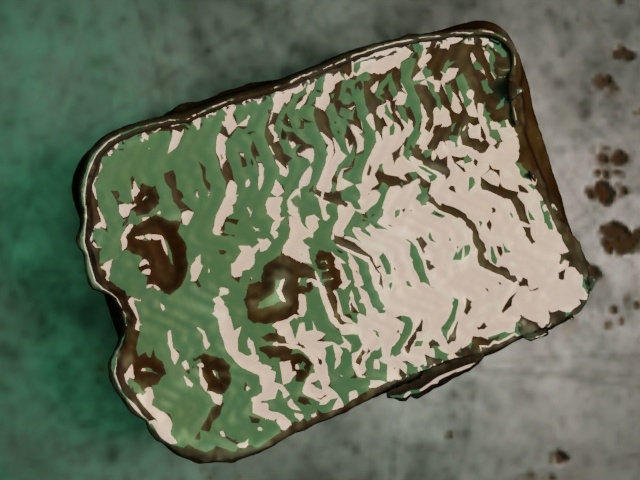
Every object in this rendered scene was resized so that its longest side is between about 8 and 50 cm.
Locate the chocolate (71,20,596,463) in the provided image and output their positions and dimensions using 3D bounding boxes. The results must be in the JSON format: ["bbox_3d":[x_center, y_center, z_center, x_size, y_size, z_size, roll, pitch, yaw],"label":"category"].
[{"bbox_3d":[0.000,0.000,0.630,0.214,0.093,0.148,-18,91,-12],"label":"chocolate"}]
